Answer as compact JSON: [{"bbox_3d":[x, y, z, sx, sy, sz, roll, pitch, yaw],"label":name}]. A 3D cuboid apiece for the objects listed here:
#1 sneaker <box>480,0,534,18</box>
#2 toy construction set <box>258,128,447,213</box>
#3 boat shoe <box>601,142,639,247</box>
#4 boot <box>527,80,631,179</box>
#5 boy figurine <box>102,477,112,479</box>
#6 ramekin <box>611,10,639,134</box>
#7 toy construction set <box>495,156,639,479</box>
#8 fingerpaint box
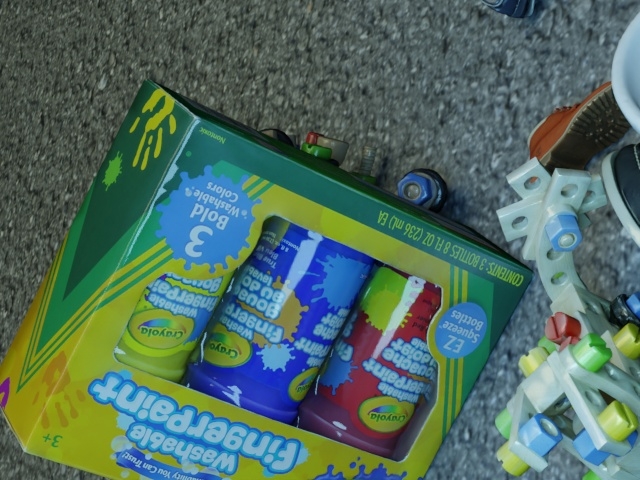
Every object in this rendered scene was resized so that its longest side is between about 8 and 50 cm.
[{"bbox_3d":[0.265,-0.334,1.876,0.226,0.086,0.163,12,92,49],"label":"sneaker"},{"bbox_3d":[0.000,0.000,1.964,0.309,0.257,0.237,-124,47,-80],"label":"toy construction set"},{"bbox_3d":[0.358,0.008,1.426,0.113,0.127,0.340,-50,34,24],"label":"boat shoe"},{"bbox_3d":[0.273,-0.126,1.734,0.158,0.059,0.084,-48,29,32],"label":"boot"},{"bbox_3d":[-0.226,0.235,2.172,0.285,0.092,0.177,111,161,-49],"label":"boy figurine"},{"bbox_3d":[0.392,-0.120,1.350,0.277,0.135,0.277,-17,39,14],"label":"ramekin"},{"bbox_3d":[0.233,0.091,1.477,0.151,0.215,0.328,-40,39,38],"label":"toy construction set"},{"bbox_3d":[-0.056,0.096,1.715,0.371,0.445,0.163,-62,30,7],"label":"fingerpaint box"}]
